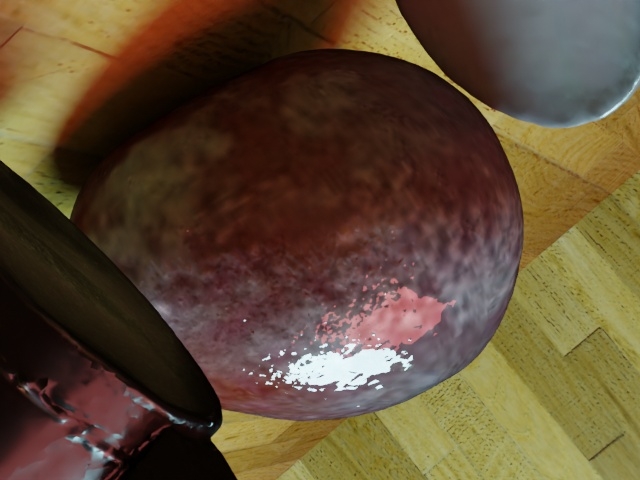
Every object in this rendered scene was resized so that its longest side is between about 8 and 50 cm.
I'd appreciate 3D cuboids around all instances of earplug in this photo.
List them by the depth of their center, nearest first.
[{"bbox_3d":[0.194,-0.206,0.915,0.301,0.172,0.172,-37,168,-35],"label":"earplug"}]

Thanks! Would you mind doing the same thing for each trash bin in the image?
[{"bbox_3d":[-0.215,0.116,0.706,0.301,0.252,0.203,-44,164,3],"label":"trash bin"}]

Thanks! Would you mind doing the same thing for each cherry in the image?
[{"bbox_3d":[0.000,0.000,0.921,0.285,0.212,0.236,-14,152,-36],"label":"cherry"}]
